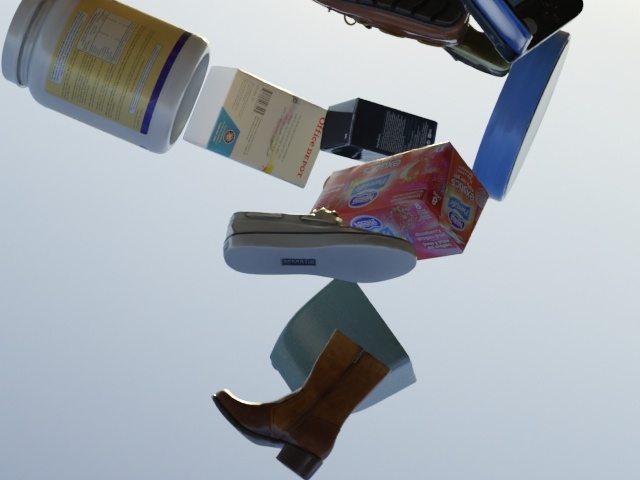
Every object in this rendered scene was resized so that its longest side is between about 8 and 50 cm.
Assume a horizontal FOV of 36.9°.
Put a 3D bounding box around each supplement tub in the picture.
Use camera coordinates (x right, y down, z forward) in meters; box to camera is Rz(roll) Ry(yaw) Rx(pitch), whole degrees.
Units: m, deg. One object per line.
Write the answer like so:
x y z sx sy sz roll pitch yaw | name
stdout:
-0.400 -0.330 1.806 0.331 0.241 0.241 23 -153 -3 | supplement tub

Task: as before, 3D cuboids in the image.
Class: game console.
0.242 -0.414 1.335 0.250 0.173 0.293 -37 -92 -24 | game console

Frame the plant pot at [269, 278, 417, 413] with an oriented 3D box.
0.035 0.257 2.113 0.247 0.252 0.248 55 176 21 | plant pot

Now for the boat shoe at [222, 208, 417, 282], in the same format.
0.000 0.000 1.341 0.268 0.096 0.088 0 -125 2 | boat shoe

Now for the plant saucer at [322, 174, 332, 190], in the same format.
0.047 -0.122 2.309 0.083 0.083 0.015 22 178 -19 | plant saucer

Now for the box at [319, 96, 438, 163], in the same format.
0.126 -0.230 2.110 0.207 0.108 0.153 14 175 -25 | box

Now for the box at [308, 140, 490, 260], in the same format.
0.115 -0.048 1.494 0.122 0.257 0.128 48 -126 -27 | box

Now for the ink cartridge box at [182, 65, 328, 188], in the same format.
-0.148 -0.271 2.288 0.270 0.198 0.197 22 -178 -27 | ink cartridge box

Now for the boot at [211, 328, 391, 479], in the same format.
-0.043 0.286 1.885 0.264 0.280 0.096 29 164 26 | boot

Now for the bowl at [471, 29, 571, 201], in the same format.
0.411 -0.260 1.963 0.077 0.391 0.391 23 -155 12 | bowl

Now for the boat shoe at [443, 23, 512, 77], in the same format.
0.280 -0.389 1.900 0.224 0.073 0.080 32 -114 15 | boat shoe

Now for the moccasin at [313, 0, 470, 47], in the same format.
0.101 -0.465 1.816 0.380 0.139 0.147 17 167 8 | moccasin
